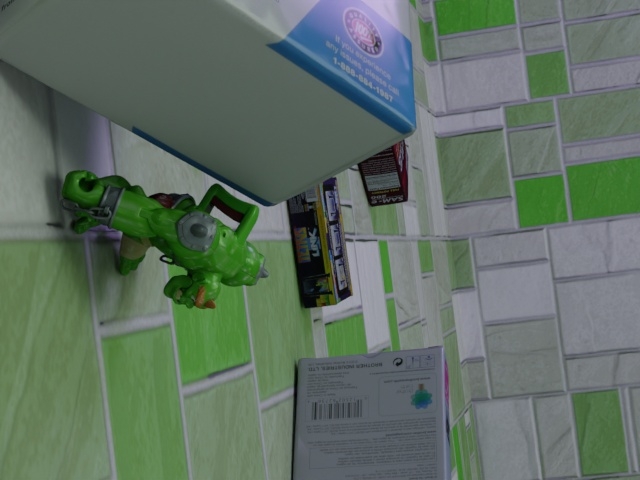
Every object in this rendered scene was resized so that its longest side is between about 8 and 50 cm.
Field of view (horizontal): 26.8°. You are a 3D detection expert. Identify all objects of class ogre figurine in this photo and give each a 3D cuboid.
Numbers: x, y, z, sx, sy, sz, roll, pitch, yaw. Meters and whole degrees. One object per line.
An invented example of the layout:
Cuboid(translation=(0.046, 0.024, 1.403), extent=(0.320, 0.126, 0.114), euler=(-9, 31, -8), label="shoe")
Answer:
Cuboid(translation=(-0.115, -0.005, 1.060), extent=(0.097, 0.118, 0.197), euler=(-61, 156, -26), label="ogre figurine")

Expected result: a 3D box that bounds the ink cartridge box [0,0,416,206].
Cuboid(translation=(-0.079, -0.270, 1.053), extent=(0.285, 0.166, 0.395), euler=(29, 48, -38), label="ink cartridge box")

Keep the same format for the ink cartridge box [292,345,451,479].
Cuboid(translation=(0.062, 0.277, 1.599), extent=(0.065, 0.185, 0.311), euler=(71, 17, -50), label="ink cartridge box")

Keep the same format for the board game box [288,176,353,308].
Cuboid(translation=(0.000, 0.000, 1.814), extent=(0.141, 0.048, 0.170), euler=(-12, 94, -80), label="board game box")

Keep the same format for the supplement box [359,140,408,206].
Cuboid(translation=(0.099, -0.191, 2.343), extent=(0.130, 0.073, 0.239), euler=(-85, 164, -47), label="supplement box")
